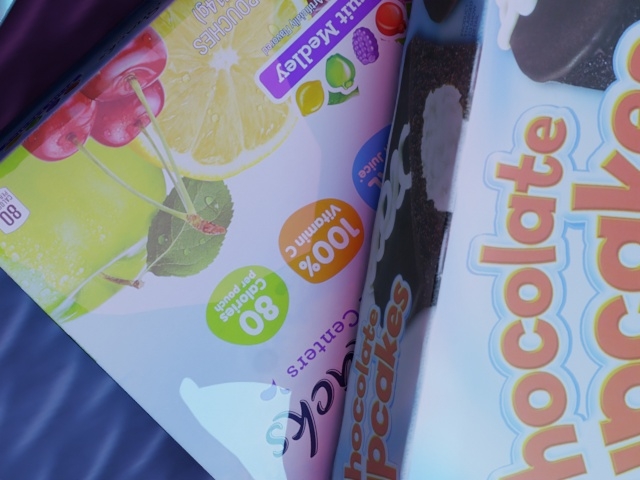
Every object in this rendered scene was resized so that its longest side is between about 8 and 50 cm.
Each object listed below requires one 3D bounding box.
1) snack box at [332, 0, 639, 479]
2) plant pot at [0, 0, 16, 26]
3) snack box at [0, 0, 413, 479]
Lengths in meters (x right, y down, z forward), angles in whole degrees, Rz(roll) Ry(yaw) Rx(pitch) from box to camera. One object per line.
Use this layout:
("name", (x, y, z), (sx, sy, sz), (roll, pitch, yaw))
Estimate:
("snack box", (0.111, 0.009, 0.444), (0.187, 0.060, 0.322), (6, 97, -22))
("plant pot", (-0.201, -0.113, 0.292), (0.235, 0.293, 0.293), (32, 89, -5))
("snack box", (0.000, 0.000, 0.474), (0.174, 0.070, 0.207), (-45, 110, -7))
